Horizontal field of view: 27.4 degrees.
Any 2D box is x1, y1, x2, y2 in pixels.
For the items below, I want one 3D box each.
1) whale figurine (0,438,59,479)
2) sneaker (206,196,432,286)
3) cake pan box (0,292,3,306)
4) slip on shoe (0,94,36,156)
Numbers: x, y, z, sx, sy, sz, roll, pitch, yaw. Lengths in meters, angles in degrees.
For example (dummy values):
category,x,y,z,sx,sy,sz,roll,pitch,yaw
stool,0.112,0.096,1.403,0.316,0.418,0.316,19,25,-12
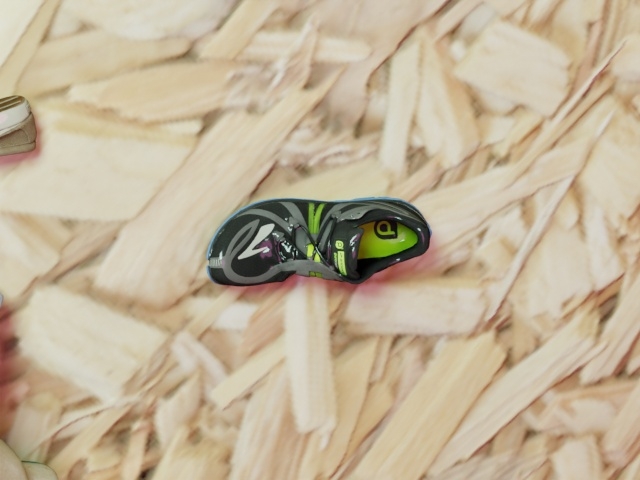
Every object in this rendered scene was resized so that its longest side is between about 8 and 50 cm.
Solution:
category,x,y,z,sx,sy,sz,roll,pitch,yaw
whale figurine,-0.298,0.248,1.022,0.216,0.141,0.272,-46,135,-26
sneaker,0.000,0.000,1.057,0.188,0.078,0.067,-7,104,-12
cake pan box,-0.355,0.077,0.891,0.245,0.267,0.070,26,114,-15
slip on shoe,-0.281,-0.070,0.988,0.135,0.051,0.041,-20,118,-15
